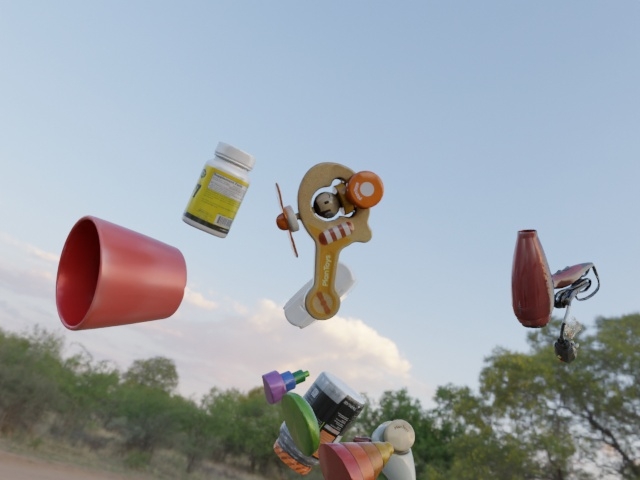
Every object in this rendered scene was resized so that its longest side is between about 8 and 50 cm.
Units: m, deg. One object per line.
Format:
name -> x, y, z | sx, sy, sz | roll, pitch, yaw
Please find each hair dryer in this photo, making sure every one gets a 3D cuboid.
hair dryer -> 0.460, 0.086, 1.070 | 0.080, 0.224, 0.293 | -1, -40, 49

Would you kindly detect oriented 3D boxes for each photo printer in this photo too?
photo printer -> 0.013, 0.177, 1.767 | 0.107, 0.256, 0.307 | 48, 3, 9

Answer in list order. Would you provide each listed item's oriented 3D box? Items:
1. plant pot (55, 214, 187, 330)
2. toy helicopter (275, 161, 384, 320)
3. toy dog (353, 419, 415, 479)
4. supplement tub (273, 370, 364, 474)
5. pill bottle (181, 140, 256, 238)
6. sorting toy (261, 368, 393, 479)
plant pot -> -0.489, 0.093, 1.325 | 0.275, 0.275, 0.243 | -9, -16, 43
toy helicopter -> 0.000, 0.000, 1.189 | 0.235, 0.355, 0.140 | 6, -2, -13
toy dog -> 0.182, 0.644, 1.437 | 0.161, 0.334, 0.220 | -4, -46, -6
supplement tub -> -0.010, 0.633, 1.840 | 0.193, 0.316, 0.193 | 38, -4, 3
pill bottle -> -0.238, -0.120, 1.263 | 0.119, 0.208, 0.119 | 24, 0, 0
sorting toy -> 0.014, 0.354, 1.040 | 0.365, 0.126, 0.127 | 33, -47, 53
